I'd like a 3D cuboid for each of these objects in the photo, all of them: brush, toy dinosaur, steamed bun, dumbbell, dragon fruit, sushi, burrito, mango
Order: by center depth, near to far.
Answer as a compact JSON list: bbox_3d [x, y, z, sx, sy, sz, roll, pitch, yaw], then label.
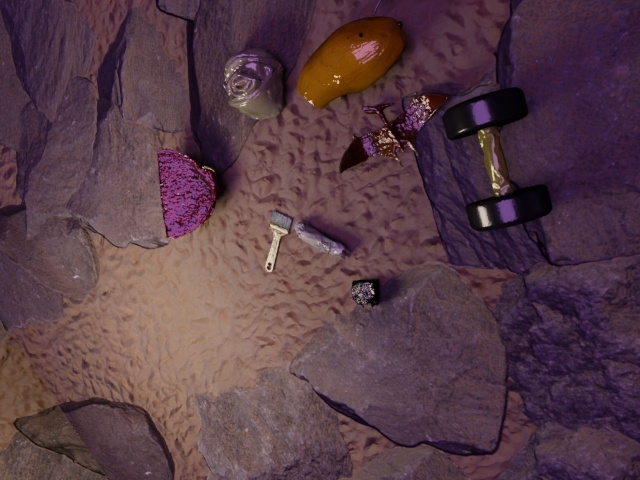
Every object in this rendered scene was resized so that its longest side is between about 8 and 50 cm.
[{"bbox_3d":[0.446,-0.201,1.165,0.203,0.203,0.323,-15,93,27],"label":"dumbbell"},{"bbox_3d":[0.209,-0.312,1.308,0.327,0.113,0.207,-3,98,24],"label":"toy dinosaur"},{"bbox_3d":[0.077,-0.513,1.314,0.359,0.144,0.187,-16,90,29],"label":"mango"},{"bbox_3d":[-0.228,-0.501,1.457,0.211,0.144,0.218,14,105,23],"label":"steamed bun"},{"bbox_3d":[0.143,0.170,1.460,0.083,0.056,0.085,-1,98,25],"label":"sushi"},{"bbox_3d":[0.000,0.000,1.494,0.203,0.064,0.064,30,111,17],"label":"burrito"},{"bbox_3d":[-0.158,0.010,1.596,0.082,0.010,0.218,23,109,19],"label":"brush"},{"bbox_3d":[-0.448,-0.167,1.637,0.204,0.152,0.317,-5,89,5],"label":"dragon fruit"}]

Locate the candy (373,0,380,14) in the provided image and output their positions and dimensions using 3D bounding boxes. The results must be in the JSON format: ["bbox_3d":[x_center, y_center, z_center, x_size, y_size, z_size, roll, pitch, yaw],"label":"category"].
[{"bbox_3d":[0.172,-0.685,1.305,0.025,0.023,0.083,28,118,2],"label":"candy"}]
